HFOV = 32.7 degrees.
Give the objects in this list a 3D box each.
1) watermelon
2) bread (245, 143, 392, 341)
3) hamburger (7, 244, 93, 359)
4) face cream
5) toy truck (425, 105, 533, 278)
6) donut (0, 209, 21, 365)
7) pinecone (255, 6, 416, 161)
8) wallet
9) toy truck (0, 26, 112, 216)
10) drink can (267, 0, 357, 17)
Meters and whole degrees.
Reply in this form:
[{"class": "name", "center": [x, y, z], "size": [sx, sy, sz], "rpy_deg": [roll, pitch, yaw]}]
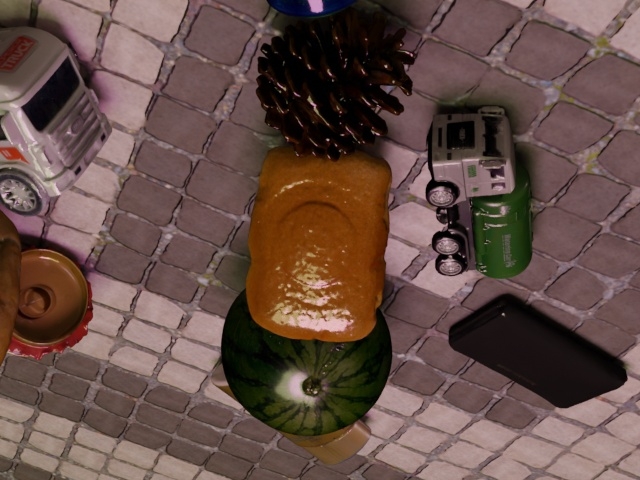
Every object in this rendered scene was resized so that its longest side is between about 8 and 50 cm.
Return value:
[{"class": "watermelon", "center": [-0.020, 0.153, 1.513], "size": [0.242, 0.242, 0.242], "rpy_deg": [8, 141, 7]}, {"class": "bread", "center": [0.000, 0.000, 1.342], "size": [0.174, 0.121, 0.246], "rpy_deg": [9, 97, 10]}, {"class": "hamburger", "center": [-0.431, 0.099, 1.640], "size": [0.175, 0.175, 0.137], "rpy_deg": [27, 153, -15]}, {"class": "face cream", "center": [-0.037, 0.279, 1.803], "size": [0.139, 0.067, 0.285], "rpy_deg": [-23, 128, 37]}, {"class": "toy truck", "center": [0.194, -0.046, 1.325], "size": [0.125, 0.101, 0.242], "rpy_deg": [-3, 141, 12]}, {"class": "donut", "center": [-0.568, 0.096, 1.509], "size": [0.360, 0.360, 0.170], "rpy_deg": [-17, 152, 32]}, {"class": "pinecone", "center": [0.026, -0.175, 1.178], "size": [0.165, 0.163, 0.163], "rpy_deg": [-27, 127, 26]}, {"class": "wallet", "center": [0.316, 0.174, 1.597], "size": [0.250, 0.044, 0.149], "rpy_deg": [31, 142, -20]}, {"class": "toy truck", "center": [-0.467, -0.156, 1.329], "size": [0.387, 0.173, 0.207], "rpy_deg": [0, 130, 20]}, {"class": "drink can", "center": [-0.018, -0.320, 1.044], "size": [0.118, 0.118, 0.205], "rpy_deg": [1, 138, 16]}]
